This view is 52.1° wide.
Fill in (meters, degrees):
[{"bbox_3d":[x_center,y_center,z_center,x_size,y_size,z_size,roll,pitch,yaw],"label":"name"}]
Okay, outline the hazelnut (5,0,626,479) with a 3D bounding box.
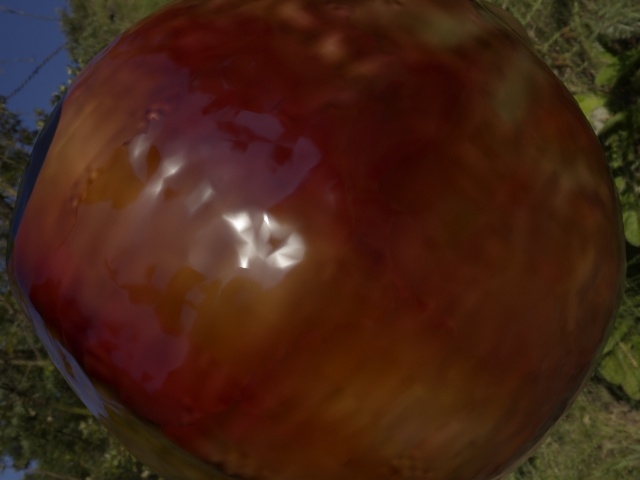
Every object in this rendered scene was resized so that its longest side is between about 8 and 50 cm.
[{"bbox_3d":[0.000,0.000,0.481,0.353,0.421,0.420,-11,-59,-66],"label":"hazelnut"}]
